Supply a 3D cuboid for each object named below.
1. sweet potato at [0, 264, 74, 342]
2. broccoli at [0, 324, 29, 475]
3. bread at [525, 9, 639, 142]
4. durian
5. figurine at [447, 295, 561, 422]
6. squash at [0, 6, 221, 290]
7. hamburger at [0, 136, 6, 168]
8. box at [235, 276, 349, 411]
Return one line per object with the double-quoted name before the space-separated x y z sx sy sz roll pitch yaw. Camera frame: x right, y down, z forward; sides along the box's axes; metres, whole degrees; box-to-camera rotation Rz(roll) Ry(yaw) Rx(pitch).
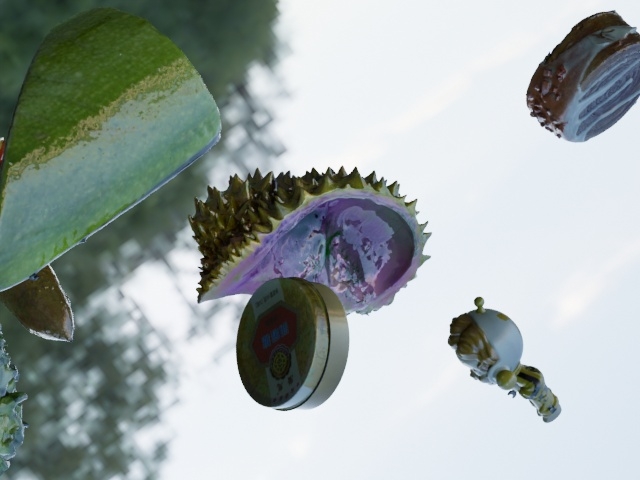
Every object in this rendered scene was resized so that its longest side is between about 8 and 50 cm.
"sweet potato" -0.284 0.026 1.665 0.060 0.206 0.068 -40 156 7
"broccoli" -0.389 0.147 1.303 0.275 0.353 0.397 63 -39 45
"bread" 0.317 -0.188 2.095 0.160 0.073 0.160 -34 154 -19
"durian" 0.002 -0.015 1.819 0.186 0.154 0.260 -27 154 22
"figurine" 0.184 0.123 1.756 0.068 0.143 0.101 -43 177 2
"squash" -0.215 -0.082 1.343 0.169 0.093 0.252 28 -133 27
"hamburger" -0.413 -0.067 2.078 0.162 0.115 0.162 -52 -162 25
"box" -0.022 0.081 1.394 0.037 0.105 0.105 8 162 -38
